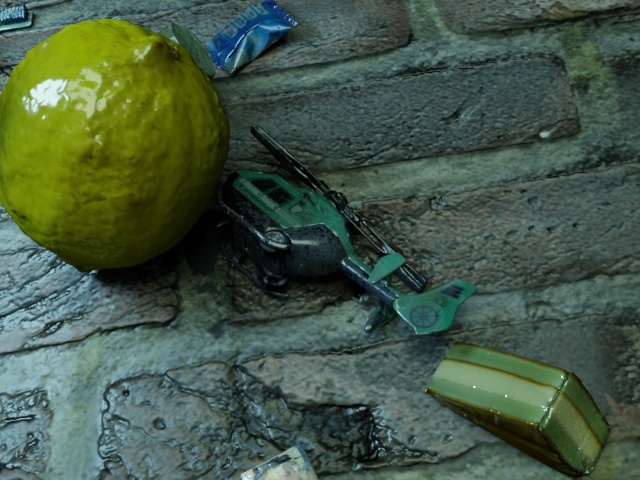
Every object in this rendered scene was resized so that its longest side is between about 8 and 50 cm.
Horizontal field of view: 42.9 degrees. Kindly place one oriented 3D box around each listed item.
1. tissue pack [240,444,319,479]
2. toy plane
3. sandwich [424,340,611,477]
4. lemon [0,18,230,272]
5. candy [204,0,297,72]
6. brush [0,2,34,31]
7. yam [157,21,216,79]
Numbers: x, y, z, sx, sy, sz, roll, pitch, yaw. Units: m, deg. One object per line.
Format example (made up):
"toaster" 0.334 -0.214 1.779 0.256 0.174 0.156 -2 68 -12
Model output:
"tissue pack" -0.029 0.272 0.839 0.074 0.058 0.094 -26 60 -11
"toy plane" 0.000 0.000 0.981 0.155 0.106 0.382 -36 56 -27
"sandwich" 0.212 0.184 0.887 0.163 0.113 0.079 7 54 52
"lemon" -0.250 -0.105 0.965 0.268 0.268 0.321 49 119 28
"candy" -0.109 -0.304 1.209 0.136 0.038 0.088 -38 58 -5
"brush" -0.545 -0.341 1.290 0.179 0.030 0.033 -10 68 1
"yam" -0.268 -0.188 1.121 0.259 0.106 0.106 -37 60 10
